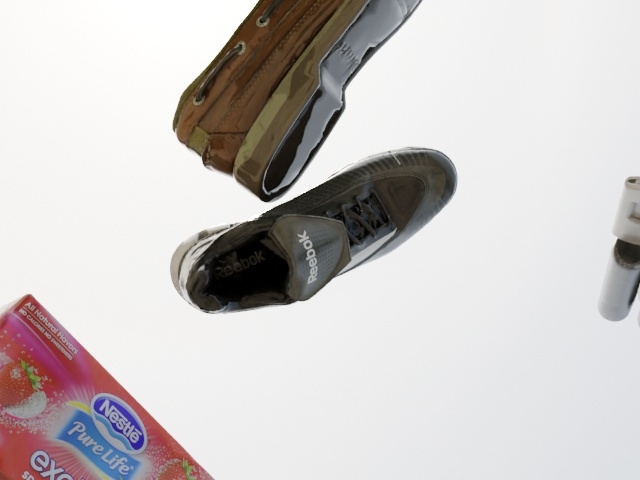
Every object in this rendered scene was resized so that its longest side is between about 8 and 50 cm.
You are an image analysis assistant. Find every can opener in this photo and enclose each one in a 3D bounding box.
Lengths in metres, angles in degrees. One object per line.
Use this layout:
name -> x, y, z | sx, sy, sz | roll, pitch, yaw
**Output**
can opener -> 0.250, 0.025, 0.740 | 0.074, 0.280, 0.093 | 22, -101, 17

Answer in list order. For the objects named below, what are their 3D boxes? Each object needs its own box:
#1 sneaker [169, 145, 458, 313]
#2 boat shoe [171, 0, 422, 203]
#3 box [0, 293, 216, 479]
sneaker -> 0.000, 0.000, 0.711 | 0.106, 0.234, 0.078 | -120, -173, -78
boat shoe -> 0.001, -0.182, 0.726 | 0.104, 0.111, 0.307 | 34, -97, 18
box -> -0.218, 0.185, 0.804 | 0.122, 0.128, 0.257 | -24, -67, 42
